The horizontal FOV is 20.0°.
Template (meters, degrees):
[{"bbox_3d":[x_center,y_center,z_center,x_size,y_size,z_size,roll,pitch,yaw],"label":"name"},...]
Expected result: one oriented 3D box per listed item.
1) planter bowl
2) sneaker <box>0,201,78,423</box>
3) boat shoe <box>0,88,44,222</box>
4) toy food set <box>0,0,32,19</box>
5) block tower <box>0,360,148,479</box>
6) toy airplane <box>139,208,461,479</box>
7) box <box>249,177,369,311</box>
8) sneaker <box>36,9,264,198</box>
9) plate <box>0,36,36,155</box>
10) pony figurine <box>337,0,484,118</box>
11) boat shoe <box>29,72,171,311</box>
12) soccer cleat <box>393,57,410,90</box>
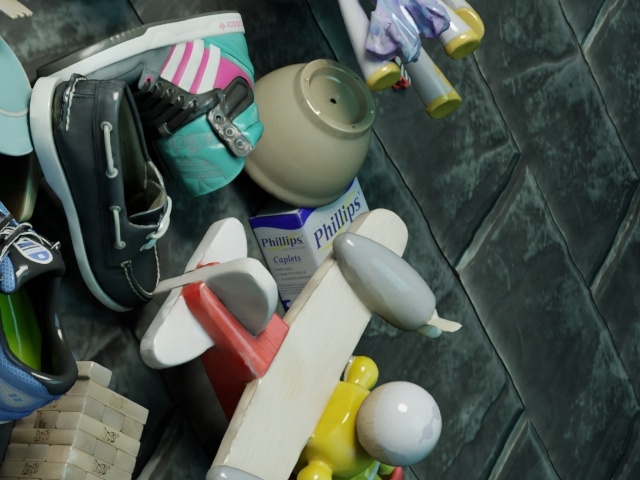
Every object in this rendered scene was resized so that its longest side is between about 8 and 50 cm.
[{"bbox_3d":[-0.008,-0.133,2.001,0.162,0.109,0.162,19,50,-24],"label":"planter bowl"},{"bbox_3d":[-0.298,0.000,1.620,0.130,0.147,0.330,-33,106,-50],"label":"sneaker"},{"bbox_3d":[-0.278,-0.080,1.740,0.045,0.050,0.135,15,74,-46],"label":"boat shoe"},{"bbox_3d":[-0.356,-0.225,1.597,0.192,0.132,0.038,-26,145,-51],"label":"toy food set"},{"bbox_3d":[-0.257,0.285,1.698,0.097,0.091,0.335,35,60,-46],"label":"block tower"},{"bbox_3d":[-0.008,0.155,1.844,0.384,0.272,0.386,3,92,-60],"label":"toy airplane"},{"bbox_3d":[0.000,0.000,2.081,0.126,0.072,0.137,-45,121,-46],"label":"box"},{"bbox_3d":[-0.159,-0.128,1.852,0.295,0.124,0.178,-21,94,-53],"label":"sneaker"},{"bbox_3d":[-0.315,-0.160,1.645,0.188,0.024,0.188,45,23,-25],"label":"plate"},{"bbox_3d":[0.027,-0.328,1.967,0.363,0.303,0.351,60,18,17],"label":"pony figurine"},{"bbox_3d":[-0.193,-0.037,1.752,0.302,0.091,0.114,70,22,-51],"label":"boat shoe"},{"bbox_3d":[0.092,-0.225,2.264,0.083,0.029,0.036,60,35,-34],"label":"soccer cleat"}]
